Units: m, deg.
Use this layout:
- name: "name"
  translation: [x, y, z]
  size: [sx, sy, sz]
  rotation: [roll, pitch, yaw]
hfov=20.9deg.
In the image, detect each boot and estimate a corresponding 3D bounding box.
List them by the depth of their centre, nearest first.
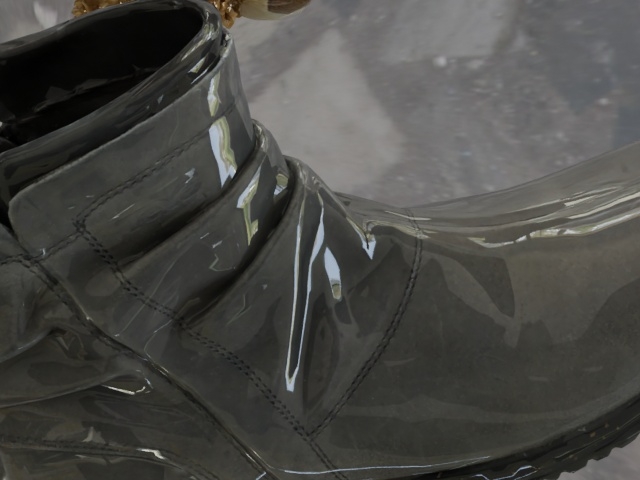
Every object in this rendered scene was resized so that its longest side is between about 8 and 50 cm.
- name: "boot"
  translation: [0.000, 0.000, 0.629]
  size: [0.338, 0.118, 0.223]
  rotation: [-29, 127, -1]

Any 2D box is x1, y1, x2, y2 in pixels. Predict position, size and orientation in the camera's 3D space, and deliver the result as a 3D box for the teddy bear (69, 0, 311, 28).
- name: "teddy bear"
  translation: [-0.019, -0.208, 0.915]
  size: [0.245, 0.338, 0.113]
  rotation: [-36, 107, 17]
